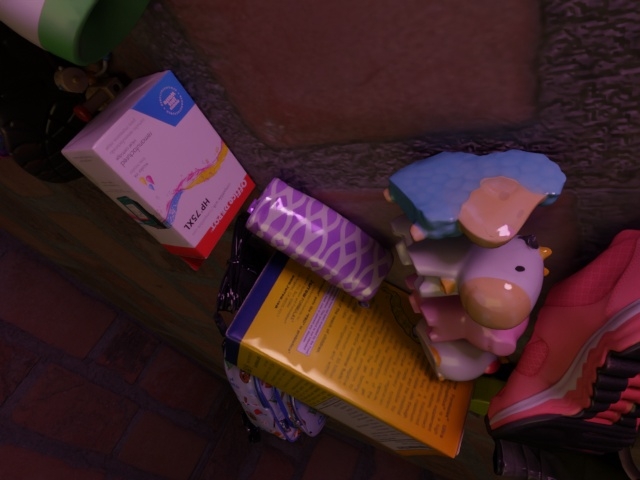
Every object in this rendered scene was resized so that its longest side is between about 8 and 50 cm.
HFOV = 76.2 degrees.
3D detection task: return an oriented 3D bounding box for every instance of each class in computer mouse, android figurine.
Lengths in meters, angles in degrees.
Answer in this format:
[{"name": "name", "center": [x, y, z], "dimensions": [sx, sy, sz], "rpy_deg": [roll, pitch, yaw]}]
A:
[{"name": "computer mouse", "center": [-0.134, 0.092, 0.724], "dimensions": [0.060, 0.184, 0.262], "rpy_deg": [10, 151, -4]}, {"name": "android figurine", "center": [0.360, 0.289, 0.703], "dimensions": [0.273, 0.056, 0.248], "rpy_deg": [10, 155, 27]}]

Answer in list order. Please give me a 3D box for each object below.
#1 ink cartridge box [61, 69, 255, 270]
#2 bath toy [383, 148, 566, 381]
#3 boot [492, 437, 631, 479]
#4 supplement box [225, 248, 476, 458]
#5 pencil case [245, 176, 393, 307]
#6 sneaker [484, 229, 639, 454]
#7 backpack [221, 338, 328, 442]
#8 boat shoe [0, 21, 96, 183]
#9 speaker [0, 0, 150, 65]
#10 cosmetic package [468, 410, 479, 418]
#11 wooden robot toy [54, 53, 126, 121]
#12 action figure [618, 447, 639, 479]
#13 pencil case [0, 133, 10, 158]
[{"name": "ink cartridge box", "center": [-0.174, -0.072, 0.518], "dimensions": [0.078, 0.134, 0.231], "rpy_deg": [5, 145, 36]}, {"name": "bath toy", "center": [0.171, 0.060, 0.454], "dimensions": [0.129, 0.151, 0.348], "rpy_deg": [-23, 138, 0]}, {"name": "boot", "center": [0.406, 0.408, 0.683], "dimensions": [0.223, 0.118, 0.338], "rpy_deg": [8, 172, 17]}, {"name": "supplement box", "center": [0.046, 0.177, 0.673], "dimensions": [0.357, 0.195, 0.194], "rpy_deg": [28, 151, 1]}, {"name": "pencil case", "center": [0.000, 0.000, 0.545], "dimensions": [0.206, 0.086, 0.088], "rpy_deg": [35, 175, -10]}, {"name": "sneaker", "center": [0.266, 0.117, 0.414], "dimensions": [0.116, 0.136, 0.313], "rpy_deg": [12, 138, 1]}, {"name": "backpack", "center": [-0.069, 0.255, 0.856], "dimensions": [0.213, 0.276, 0.263], "rpy_deg": [-5, 125, 37]}, {"name": "boat shoe", "center": [-0.383, -0.203, 0.530], "dimensions": [0.120, 0.123, 0.324], "rpy_deg": [55, 157, 17]}, {"name": "speaker", "center": [-0.272, -0.270, 0.281], "dimensions": [0.297, 0.131, 0.131], "rpy_deg": [38, 151, -19]}, {"name": "cosmetic package", "center": [0.300, 0.367, 0.930], "dimensions": [0.060, 0.041, 0.115], "rpy_deg": [39, 151, -21]}, {"name": "wooden robot toy", "center": [-0.281, -0.179, 0.509], "dimensions": [0.079, 0.076, 0.173], "rpy_deg": [20, 153, 38]}, {"name": "action figure", "center": [0.519, 0.285, 0.377], "dimensions": [0.370, 0.248, 0.275], "rpy_deg": [17, 151, 27]}, {"name": "pencil case", "center": [-0.603, -0.233, 0.673], "dimensions": [0.236, 0.104, 0.104], "rpy_deg": [32, 152, -6]}]
